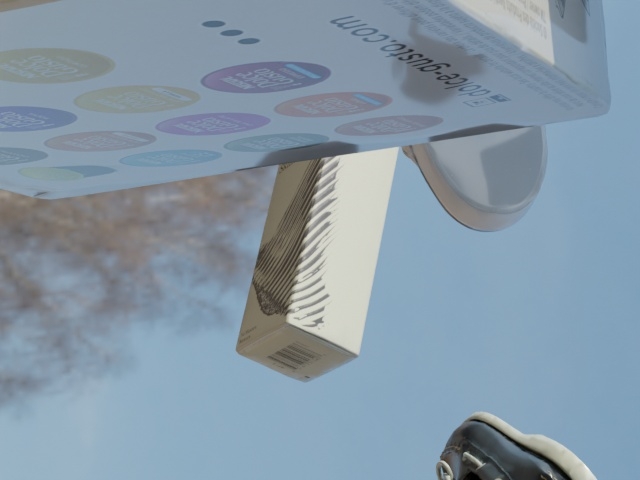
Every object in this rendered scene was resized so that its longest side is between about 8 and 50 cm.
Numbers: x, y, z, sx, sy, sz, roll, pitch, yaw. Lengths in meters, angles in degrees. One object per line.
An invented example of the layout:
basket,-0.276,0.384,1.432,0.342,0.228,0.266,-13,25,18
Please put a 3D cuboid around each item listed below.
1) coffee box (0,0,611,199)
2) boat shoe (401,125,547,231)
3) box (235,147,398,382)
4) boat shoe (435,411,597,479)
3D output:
coffee box,-0.085,-0.218,0.691,0.334,0.337,0.338,-7,-98,23
boat shoe,0.087,-0.094,1.092,0.084,0.095,0.258,107,-20,-47
box,0.000,0.000,1.663,0.113,0.094,0.275,-33,-141,50
boat shoe,0.143,0.202,1.264,0.095,0.079,0.254,58,-14,-13
